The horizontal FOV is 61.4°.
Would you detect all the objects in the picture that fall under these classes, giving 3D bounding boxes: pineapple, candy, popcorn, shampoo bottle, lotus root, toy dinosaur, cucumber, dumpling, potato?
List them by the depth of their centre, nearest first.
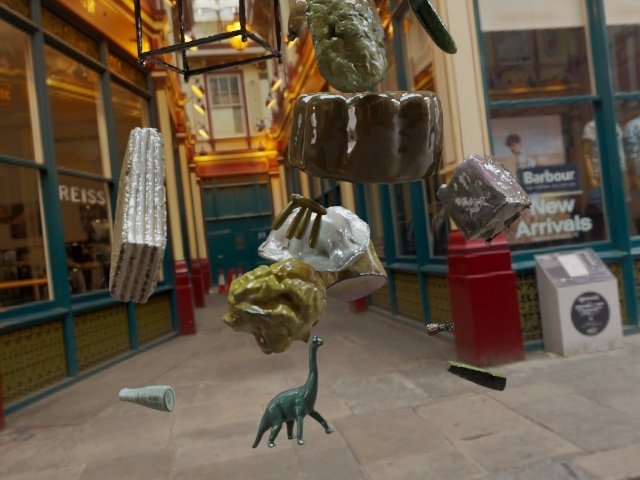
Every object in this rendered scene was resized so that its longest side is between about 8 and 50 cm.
[{"bbox_3d":[-0.113,0.163,1.367,0.286,0.252,0.215,-18,37,37],"label":"popcorn"},{"bbox_3d":[0.424,-0.106,1.421,0.137,0.195,0.185,-8,-31,-37],"label":"candy"},{"bbox_3d":[-0.474,0.426,1.464,0.191,0.069,0.041,-7,7,32],"label":"shampoo bottle"},{"bbox_3d":[-0.056,-0.622,1.493,0.063,0.151,0.072,16,-2,7],"label":"lotus root"},{"bbox_3d":[0.307,-0.622,1.522,0.056,0.250,0.056,-37,20,16],"label":"cucumber"},{"bbox_3d":[-0.002,0.001,1.632,0.260,0.181,0.341,28,17,31],"label":"dumpling"},{"bbox_3d":[0.080,0.049,1.835,0.229,0.266,0.229,-14,-23,-6],"label":"potato"},{"bbox_3d":[-0.119,0.524,1.852,0.384,0.330,0.129,-19,-11,25],"label":"toy dinosaur"},{"bbox_3d":[0.555,0.489,1.939,0.211,0.062,0.078,14,0,-2],"label":"cucumber"},{"bbox_3d":[0.524,0.383,2.333,0.124,0.058,0.058,-10,-1,20],"label":"pineapple"}]

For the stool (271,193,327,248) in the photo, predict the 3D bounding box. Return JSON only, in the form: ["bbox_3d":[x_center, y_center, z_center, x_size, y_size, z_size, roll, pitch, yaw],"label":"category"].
[{"bbox_3d":[-0.052,-0.053,1.438,0.135,0.110,0.134,25,-8,-15],"label":"stool"}]

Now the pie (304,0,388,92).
[{"bbox_3d":[0.065,-0.422,1.092,0.201,0.247,0.090,-8,-6,-42],"label":"pie"}]

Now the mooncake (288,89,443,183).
[{"bbox_3d":[0.109,-0.268,1.303,0.379,0.200,0.378,3,18,-1],"label":"mooncake"}]

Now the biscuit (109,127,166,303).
[{"bbox_3d":[-0.345,-0.072,1.032,0.079,0.144,0.426,10,32,-24],"label":"biscuit"}]

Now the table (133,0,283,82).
[{"bbox_3d":[-0.302,-0.614,1.471,0.335,0.272,0.222,-4,1,23],"label":"table"}]
